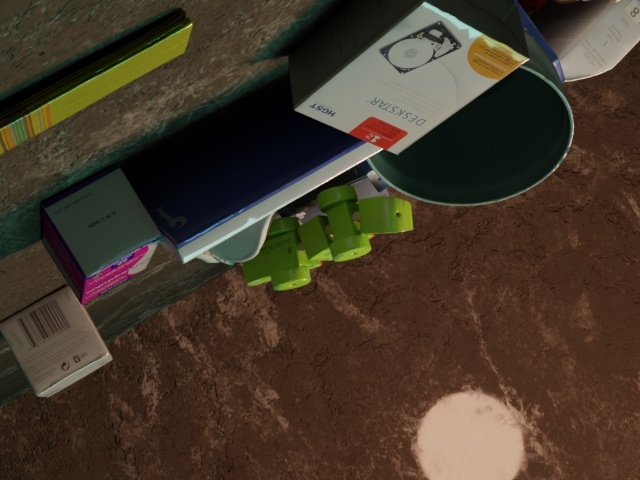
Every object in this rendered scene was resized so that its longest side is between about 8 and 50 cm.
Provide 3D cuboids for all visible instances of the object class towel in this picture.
[{"bbox_3d":[-0.225,-0.136,1.010,0.237,0.021,0.102,-32,-178,-14],"label":"towel"}]

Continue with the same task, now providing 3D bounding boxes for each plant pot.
[{"bbox_3d":[0.205,-0.217,1.591,0.293,0.293,0.196,-34,-142,36],"label":"plant pot"}]

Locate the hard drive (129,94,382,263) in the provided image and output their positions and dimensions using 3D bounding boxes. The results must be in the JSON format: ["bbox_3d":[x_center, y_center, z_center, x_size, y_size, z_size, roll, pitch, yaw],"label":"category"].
[{"bbox_3d":[-0.096,-0.097,1.493,0.318,0.040,0.210,-31,-145,-18],"label":"hard drive"}]

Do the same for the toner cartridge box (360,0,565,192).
[{"bbox_3d":[0.197,-0.239,1.777,0.347,0.165,0.075,-31,150,6],"label":"toner cartridge box"}]

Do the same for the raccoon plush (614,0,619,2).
[{"bbox_3d":[0.362,-0.304,1.369,0.446,0.299,0.216,-34,176,40],"label":"raccoon plush"}]

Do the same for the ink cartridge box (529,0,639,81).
[{"bbox_3d":[0.378,-0.291,1.927,0.385,0.091,0.308,-47,-163,-3],"label":"ink cartridge box"}]

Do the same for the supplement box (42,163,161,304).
[{"bbox_3d":[-0.294,-0.002,1.467,0.111,0.114,0.220,-31,178,-18],"label":"supplement box"}]

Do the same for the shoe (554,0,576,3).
[{"bbox_3d":[0.458,-0.470,1.795,0.219,0.076,0.058,-39,156,2],"label":"shoe"}]

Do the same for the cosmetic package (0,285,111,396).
[{"bbox_3d":[-0.494,0.193,2.079,0.151,0.151,0.184,-30,176,-11],"label":"cosmetic package"}]

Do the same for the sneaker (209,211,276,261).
[{"bbox_3d":[-0.097,-0.077,1.709,0.147,0.104,0.296,-60,-176,-34],"label":"sneaker"}]

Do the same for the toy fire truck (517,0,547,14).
[{"bbox_3d":[0.358,-0.408,1.899,0.192,0.047,0.135,-34,177,41],"label":"toy fire truck"}]

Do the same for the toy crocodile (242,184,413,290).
[{"bbox_3d":[0.000,0.000,1.839,0.340,0.115,0.105,-26,161,35],"label":"toy crocodile"}]

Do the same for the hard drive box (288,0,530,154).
[{"bbox_3d":[0.103,-0.222,1.340,0.181,0.089,0.232,18,142,-35],"label":"hard drive box"}]

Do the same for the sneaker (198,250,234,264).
[{"bbox_3d":[-0.220,-0.017,1.837,0.094,0.090,0.235,8,161,24],"label":"sneaker"}]

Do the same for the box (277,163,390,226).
[{"bbox_3d":[0.021,-0.081,1.945,0.183,0.059,0.233,-23,167,4],"label":"box"}]
